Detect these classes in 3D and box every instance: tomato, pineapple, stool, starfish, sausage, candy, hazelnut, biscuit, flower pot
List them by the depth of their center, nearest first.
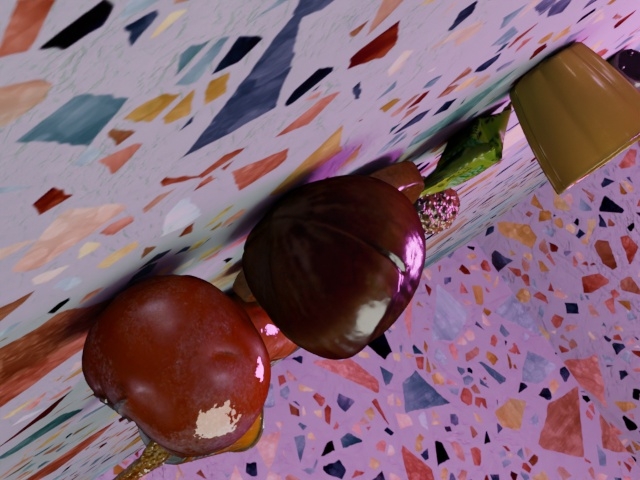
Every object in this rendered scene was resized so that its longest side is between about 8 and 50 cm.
[{"bbox_3d":[-0.159,0.141,1.407,0.188,0.232,0.232,-52,176,-10],"label":"tomato"},{"bbox_3d":[0.019,0.020,1.496,0.229,0.229,0.229,-35,173,-5],"label":"hazelnut"},{"bbox_3d":[-0.001,-0.001,1.797,0.314,0.063,0.367,-27,169,-24],"label":"biscuit"},{"bbox_3d":[0.393,-0.196,1.856,0.195,0.179,0.195,-34,174,-4],"label":"flower pot"},{"bbox_3d":[0.237,-0.137,1.902,0.149,0.069,0.246,-37,-170,31],"label":"candy"},{"bbox_3d":[-0.100,0.137,1.960,0.133,0.133,0.258,-39,169,25],"label":"sausage"},{"bbox_3d":[0.153,-0.055,2.019,0.108,0.108,0.197,-39,163,29],"label":"pineapple"},{"bbox_3d":[-0.223,0.264,2.030,0.398,0.132,0.384,-35,160,-48],"label":"starfish"},{"bbox_3d":[0.579,-0.308,2.324,0.096,0.096,0.110,-31,166,-27],"label":"stool"}]

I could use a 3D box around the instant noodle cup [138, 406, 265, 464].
[{"bbox_3d":[-0.236,0.323,2.306,0.172,0.216,0.216,-15,160,-45],"label":"instant noodle cup"}]
